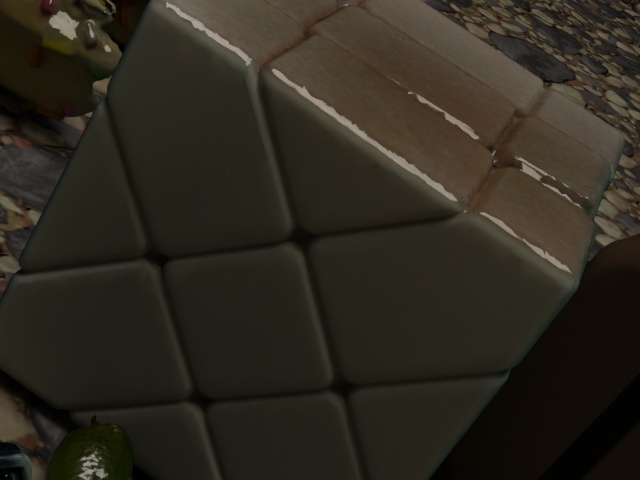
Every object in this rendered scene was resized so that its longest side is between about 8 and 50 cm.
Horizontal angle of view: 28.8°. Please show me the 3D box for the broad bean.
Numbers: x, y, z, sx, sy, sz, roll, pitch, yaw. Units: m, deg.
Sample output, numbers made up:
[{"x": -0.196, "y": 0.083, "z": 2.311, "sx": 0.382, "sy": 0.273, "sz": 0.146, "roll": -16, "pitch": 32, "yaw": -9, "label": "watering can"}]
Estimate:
[{"x": -0.166, "y": 0.190, "z": 0.743, "sx": 0.052, "sy": 0.052, "sz": 0.256, "roll": 47, "pitch": 25, "yaw": -15, "label": "broad bean"}]

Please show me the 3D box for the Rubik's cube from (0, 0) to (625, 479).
[{"x": 0.000, "y": 0.000, "z": 0.931, "sx": 0.318, "sy": 0.322, "sz": 0.316, "roll": 34, "pitch": 29, "yaw": 4, "label": "Rubik's cube"}]

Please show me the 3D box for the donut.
[{"x": -0.251, "y": -0.253, "z": 1.286, "sx": 0.307, "sy": 0.150, "sz": 0.371, "roll": 37, "pitch": 28, "yaw": 12, "label": "donut"}]

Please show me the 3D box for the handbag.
[{"x": 0.262, "y": 0.166, "z": 0.952, "sx": 0.149, "sy": 0.302, "sz": 0.283, "roll": -8, "pitch": 52, "yaw": -48, "label": "handbag"}]

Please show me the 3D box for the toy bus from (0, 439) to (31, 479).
[{"x": -0.285, "y": 0.140, "z": 0.599, "sx": 0.256, "sy": 0.128, "sz": 0.147, "roll": 1, "pitch": 18, "yaw": -42, "label": "toy bus"}]
